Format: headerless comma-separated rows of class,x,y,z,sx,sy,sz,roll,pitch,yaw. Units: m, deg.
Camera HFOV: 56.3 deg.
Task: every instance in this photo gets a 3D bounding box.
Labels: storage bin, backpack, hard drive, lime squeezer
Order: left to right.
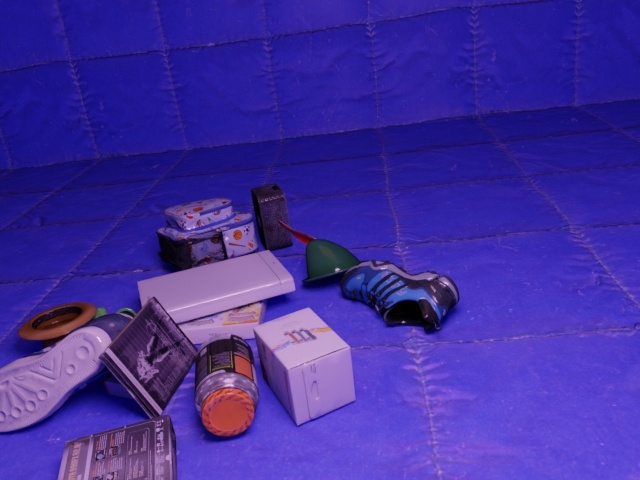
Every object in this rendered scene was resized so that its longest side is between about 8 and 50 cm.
lime squeezer,-0.497,0.194,1.498,0.310,0.059,0.110,0,-6,21
backpack,-0.321,-0.017,1.737,0.263,0.213,0.276,-10,18,-32
hard drive,-0.265,0.114,1.480,0.353,0.047,0.233,-14,21,-16
storage bin,-0.149,-0.071,1.815,0.084,0.180,0.122,-13,24,-14

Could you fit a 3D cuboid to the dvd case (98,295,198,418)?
dvd case,-0.337,0.232,1.208,0.018,0.164,0.221,-29,15,21

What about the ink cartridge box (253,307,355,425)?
ink cartridge box,-0.031,0.234,1.135,0.127,0.128,0.176,-17,26,-21

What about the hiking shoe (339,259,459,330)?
hiking shoe,0.155,0.124,1.357,0.304,0.113,0.132,2,36,40

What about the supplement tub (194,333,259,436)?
supplement tub,-0.177,0.268,1.118,0.117,0.117,0.190,-10,23,-6

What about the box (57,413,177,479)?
box,-0.323,0.391,0.955,0.183,0.056,0.231,-13,23,-11

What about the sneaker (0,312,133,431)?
sneaker,-0.522,0.263,1.246,0.322,0.130,0.236,-33,-1,6

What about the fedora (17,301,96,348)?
fedora,-0.620,0.215,1.431,0.194,0.079,0.194,-11,18,4

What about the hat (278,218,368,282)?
hat,0.000,0.000,1.542,0.208,0.184,0.173,-17,-1,6

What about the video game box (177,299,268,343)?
video game box,-0.236,0.178,1.437,0.205,0.048,0.187,-7,25,3

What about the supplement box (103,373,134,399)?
supplement box,-0.385,0.292,1.229,0.098,0.036,0.062,3,25,28
